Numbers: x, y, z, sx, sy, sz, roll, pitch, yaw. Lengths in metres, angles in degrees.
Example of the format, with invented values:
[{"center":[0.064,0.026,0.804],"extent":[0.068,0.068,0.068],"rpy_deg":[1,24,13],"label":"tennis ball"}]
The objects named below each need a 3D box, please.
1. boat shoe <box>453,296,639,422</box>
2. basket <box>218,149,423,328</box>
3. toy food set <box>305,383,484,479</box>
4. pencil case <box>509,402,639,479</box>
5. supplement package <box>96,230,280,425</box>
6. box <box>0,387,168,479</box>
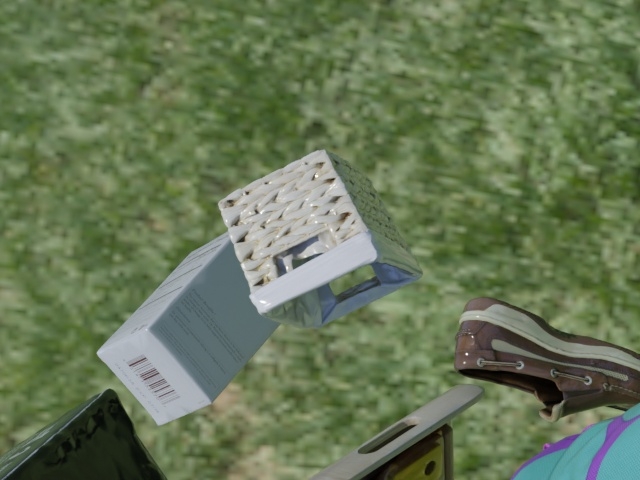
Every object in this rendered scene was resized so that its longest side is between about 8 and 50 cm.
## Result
[{"center":[0.258,0.151,2.066],"extent":[0.095,0.257,0.095],"rpy_deg":[115,175,-69],"label":"boat shoe"},{"center":[0.000,0.000,1.588],"extent":[0.113,0.167,0.103],"rpy_deg":[-26,78,10],"label":"basket"},{"center":[0.079,0.303,1.843],"extent":[0.092,0.220,0.306],"rpy_deg":[26,132,38],"label":"toy food set"},{"center":[0.101,0.049,0.448],"extent":[0.151,0.065,0.070],"rpy_deg":[-47,47,49],"label":"pencil case"},{"center":[-0.123,0.087,2.020],"extent":[0.105,0.179,0.105],"rpy_deg":[50,140,-10],"label":"supplement package"},{"center":[-0.122,0.172,0.642],"extent":[0.207,0.108,0.153],"rpy_deg":[-31,94,19],"label":"box"}]
